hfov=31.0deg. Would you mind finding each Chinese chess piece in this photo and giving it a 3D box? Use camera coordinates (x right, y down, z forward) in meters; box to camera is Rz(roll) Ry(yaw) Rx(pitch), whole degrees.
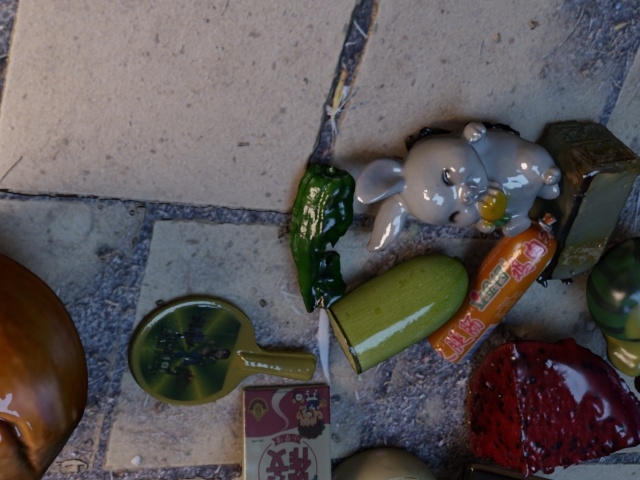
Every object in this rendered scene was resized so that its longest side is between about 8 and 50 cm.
[{"bbox_3d":[0.104,0.498,2.141,0.251,0.097,0.250,-12,124,-18],"label":"Chinese chess piece"}]

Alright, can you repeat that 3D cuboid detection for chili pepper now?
[{"bbox_3d":[0.001,0.000,1.805,0.099,0.083,0.253,-16,128,-27],"label":"chili pepper"}]

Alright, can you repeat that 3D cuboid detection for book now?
[{"bbox_3d":[-0.057,0.364,1.958,0.162,0.022,0.231,1,85,-24],"label":"book"}]

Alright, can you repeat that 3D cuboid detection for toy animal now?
[{"bbox_3d":[0.582,0.125,2.072,0.216,0.191,0.338,-39,134,0],"label":"toy animal"},{"bbox_3d":[0.213,-0.086,1.807,0.325,0.154,0.208,-16,136,-2],"label":"toy animal"}]

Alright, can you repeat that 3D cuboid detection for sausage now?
[{"bbox_3d":[0.296,0.072,1.929,0.093,0.093,0.312,15,126,-31],"label":"sausage"}]

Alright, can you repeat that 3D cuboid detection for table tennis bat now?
[{"bbox_3d":[-0.154,0.186,1.870,0.321,0.050,0.198,11,112,-25],"label":"table tennis bat"}]

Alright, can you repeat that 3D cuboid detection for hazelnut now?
[{"bbox_3d":[-0.488,0.185,1.558,0.373,0.315,0.372,0,96,-2],"label":"hazelnut"}]

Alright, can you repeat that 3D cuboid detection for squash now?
[{"bbox_3d":[0.138,0.108,1.898,0.247,0.132,0.132,-28,127,-6],"label":"squash"}]

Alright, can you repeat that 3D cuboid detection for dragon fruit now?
[{"bbox_3d":[0.433,0.341,2.090,0.330,0.240,0.302,12,147,-12],"label":"dragon fruit"}]

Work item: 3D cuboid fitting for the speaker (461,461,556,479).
[{"bbox_3d":[0.368,0.512,2.146,0.231,0.192,0.153,12,79,6],"label":"speaker"}]

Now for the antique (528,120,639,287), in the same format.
[{"bbox_3d":[0.424,-0.048,1.944,0.125,0.150,0.284,-8,130,-22],"label":"antique"}]
